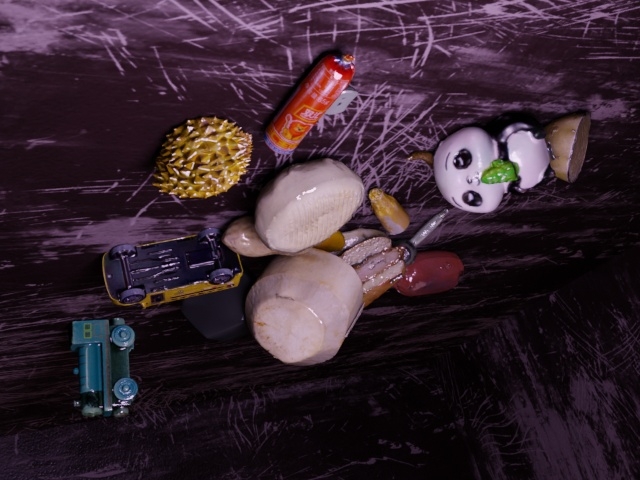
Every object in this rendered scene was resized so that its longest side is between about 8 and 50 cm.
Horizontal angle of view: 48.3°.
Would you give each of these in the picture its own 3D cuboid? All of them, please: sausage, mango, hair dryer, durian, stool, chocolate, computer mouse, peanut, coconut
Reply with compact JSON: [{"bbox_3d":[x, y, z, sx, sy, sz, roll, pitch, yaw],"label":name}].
[{"bbox_3d":[0.362,0.110,2.431,0.279,0.152,0.152,-6,155,-26],"label":"sausage"},{"bbox_3d":[0.000,0.000,1.982,0.161,0.076,0.103,3,139,-34],"label":"mango"},{"bbox_3d":[0.295,-0.003,2.214,0.225,0.088,0.219,-44,177,-10],"label":"hair dryer"},{"bbox_3d":[-0.017,-0.264,1.345,0.074,0.074,0.274,-1,152,-36],"label":"sausage"},{"bbox_3d":[-0.228,-0.160,1.396,0.182,0.165,0.132,12,-176,-11],"label":"durian"},{"bbox_3d":[-0.267,0.170,2.007,0.232,0.232,0.141,-23,157,13],"label":"stool"},{"bbox_3d":[0.179,-0.088,1.923,0.085,0.086,0.219,-22,154,11],"label":"chocolate"},{"bbox_3d":[0.033,-0.279,1.399,0.056,0.032,0.110,-8,167,-20],"label":"computer mouse"},{"bbox_3d":[-0.122,-0.016,1.803,0.256,0.124,0.123,-3,154,-29],"label":"peanut"},{"bbox_3d":[-0.040,0.173,1.903,0.323,0.323,0.323,-15,158,-6],"label":"coconut"}]

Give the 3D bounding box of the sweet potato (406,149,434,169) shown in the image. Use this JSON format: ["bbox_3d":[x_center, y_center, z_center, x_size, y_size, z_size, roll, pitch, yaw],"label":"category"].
[{"bbox_3d":[0.273,-0.199,1.769,0.153,0.038,0.041,8,124,-44],"label":"sweet potato"}]

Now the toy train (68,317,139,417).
[{"bbox_3d":[-0.644,0.377,2.116,0.194,0.298,0.120,-1,156,-21],"label":"toy train"}]

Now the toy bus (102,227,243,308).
[{"bbox_3d":[-0.372,0.081,1.803,0.331,0.145,0.151,-12,157,-15],"label":"toy bus"}]

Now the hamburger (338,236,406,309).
[{"bbox_3d":[0.112,0.117,2.072,0.282,0.155,0.245,-24,158,-11],"label":"hamburger"}]

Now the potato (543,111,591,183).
[{"bbox_3d":[0.606,-0.242,1.810,0.117,0.182,0.202,13,-166,27],"label":"potato"}]

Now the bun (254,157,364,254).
[{"bbox_3d":[-0.036,-0.094,1.646,0.287,0.146,0.287,-29,159,-12],"label":"bun"}]

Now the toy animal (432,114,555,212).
[{"bbox_3d":[0.406,-0.180,1.690,0.266,0.212,0.212,-22,159,-6],"label":"toy animal"}]

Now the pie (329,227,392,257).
[{"bbox_3d":[0.069,0.057,2.185,0.337,0.075,0.337,-20,157,-9],"label":"pie"}]
